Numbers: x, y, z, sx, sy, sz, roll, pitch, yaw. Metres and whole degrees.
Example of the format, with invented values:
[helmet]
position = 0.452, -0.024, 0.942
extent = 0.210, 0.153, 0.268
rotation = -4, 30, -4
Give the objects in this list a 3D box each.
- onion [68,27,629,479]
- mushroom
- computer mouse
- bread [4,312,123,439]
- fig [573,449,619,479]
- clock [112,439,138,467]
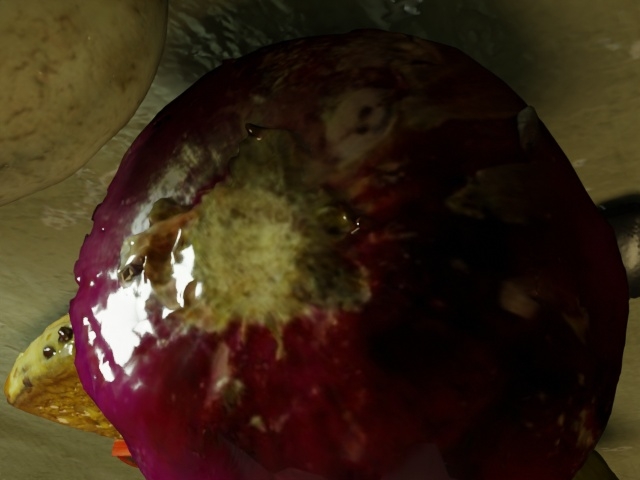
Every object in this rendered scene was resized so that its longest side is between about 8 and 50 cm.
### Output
[onion]
position = 0.037, 0.052, 0.594
extent = 0.347, 0.348, 0.385
rotation = -9, 162, 19
[mushroom]
position = -0.215, -0.095, 0.474
extent = 0.253, 0.189, 0.195
rotation = 5, 149, 1
[computer mouse]
position = 0.282, 0.025, 0.795
extent = 0.099, 0.057, 0.172
rotation = -1, 153, 12
[bread]
position = -0.242, 0.168, 1.055
extent = 0.235, 0.099, 0.210
rotation = 27, 141, -28
[fig]
position = 0.291, 0.437, 1.301
extent = 0.343, 0.343, 0.343
rotation = 1, 151, 1
[clock]
position = -0.246, 0.338, 1.404
extent = 0.155, 0.061, 0.113
rotation = -11, 149, 29
